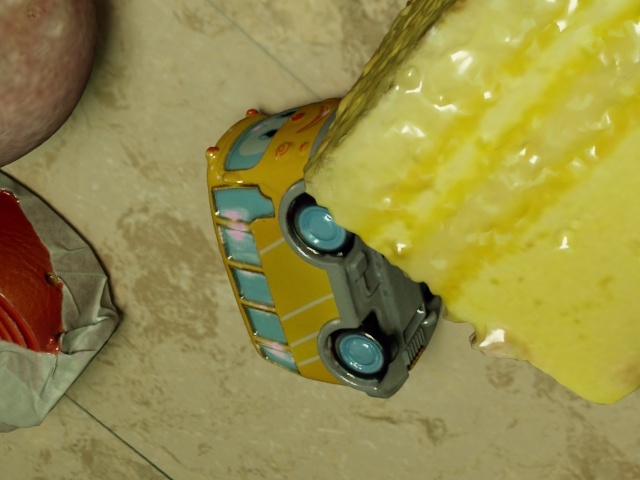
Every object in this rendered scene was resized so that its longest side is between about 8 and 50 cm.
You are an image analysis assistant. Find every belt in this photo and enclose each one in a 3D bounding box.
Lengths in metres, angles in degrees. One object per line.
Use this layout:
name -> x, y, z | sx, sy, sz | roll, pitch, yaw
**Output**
belt -> -0.327, 0.042, 0.995 | 0.323, 0.115, 0.227 | 23, 131, 7

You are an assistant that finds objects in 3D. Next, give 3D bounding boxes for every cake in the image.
cake -> 0.179, -0.060, 0.656 | 0.286, 0.222, 0.227 | 38, 129, -8

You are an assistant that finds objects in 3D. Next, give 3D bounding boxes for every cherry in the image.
cherry -> -0.272, -0.150, 0.793 | 0.239, 0.206, 0.239 | 23, 161, 8

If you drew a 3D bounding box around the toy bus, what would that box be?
toy bus -> 0.000, 0.000, 0.834 | 0.136, 0.126, 0.210 | 3, 125, 30
